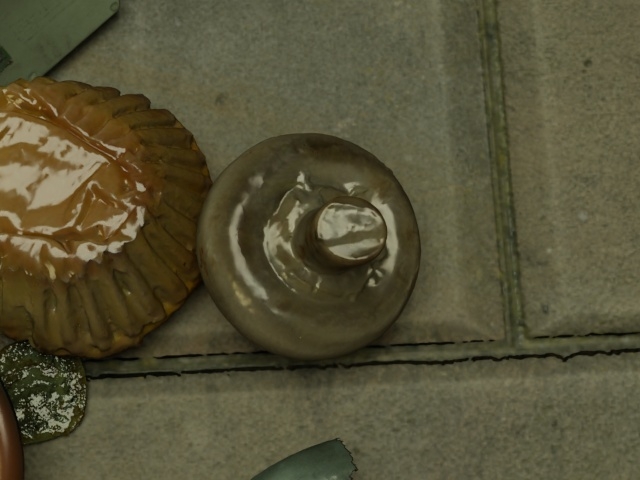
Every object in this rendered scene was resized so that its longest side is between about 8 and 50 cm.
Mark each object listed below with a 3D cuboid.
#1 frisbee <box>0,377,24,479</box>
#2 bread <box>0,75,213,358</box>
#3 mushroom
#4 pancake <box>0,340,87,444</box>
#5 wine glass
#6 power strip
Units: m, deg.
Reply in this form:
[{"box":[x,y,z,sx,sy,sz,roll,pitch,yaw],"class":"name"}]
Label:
[{"box":[-0.368,0.187,1.628,0.250,0.021,0.251,1,94,22],"class":"frisbee"},{"box":[-0.226,-0.030,1.697,0.274,0.149,0.274,1,74,-3],"class":"bread"},{"box":[0.000,0.000,1.646,0.207,0.215,0.207,3,81,-17],"class":"mushroom"},{"box":[-0.263,0.136,1.709,0.108,0.017,0.108,0,71,0],"class":"pancake"},{"box":[-0.141,0.208,1.641,0.309,0.096,0.264,-28,73,-9],"class":"wine glass"},{"box":[-0.308,-0.190,1.773,0.270,0.118,0.046,-44,43,-14],"class":"power strip"}]
